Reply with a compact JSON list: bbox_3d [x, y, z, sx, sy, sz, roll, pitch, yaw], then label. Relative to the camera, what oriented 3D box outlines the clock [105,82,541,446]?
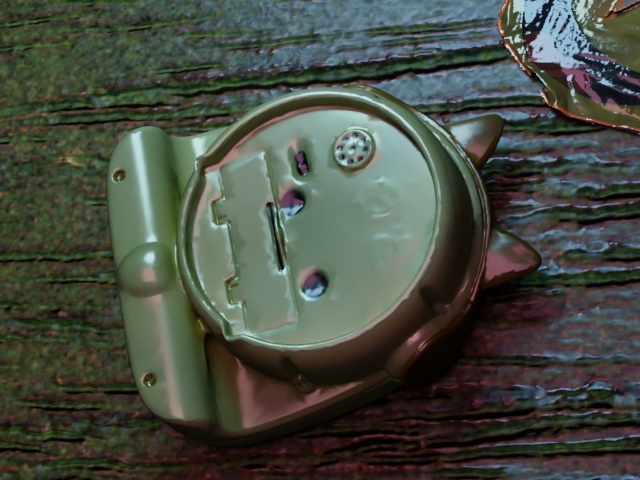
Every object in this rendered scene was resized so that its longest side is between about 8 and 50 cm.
[{"bbox_3d":[0.000,0.000,1.277,0.348,0.117,0.286,-18,65,12],"label":"clock"}]

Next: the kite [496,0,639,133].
[{"bbox_3d":[0.318,-0.224,1.313,0.327,0.013,0.377,-28,62,6],"label":"kite"}]
